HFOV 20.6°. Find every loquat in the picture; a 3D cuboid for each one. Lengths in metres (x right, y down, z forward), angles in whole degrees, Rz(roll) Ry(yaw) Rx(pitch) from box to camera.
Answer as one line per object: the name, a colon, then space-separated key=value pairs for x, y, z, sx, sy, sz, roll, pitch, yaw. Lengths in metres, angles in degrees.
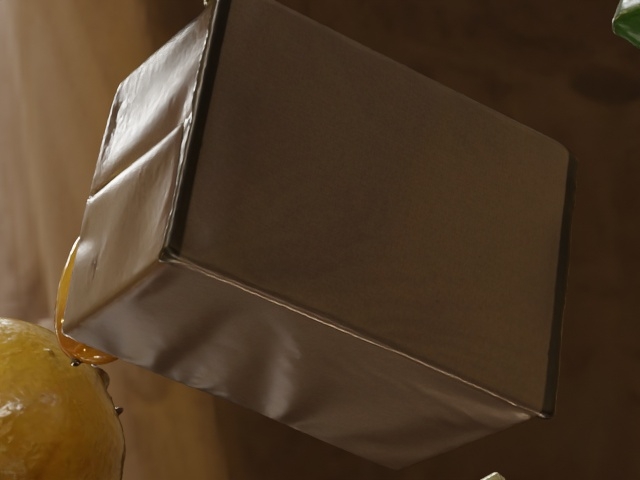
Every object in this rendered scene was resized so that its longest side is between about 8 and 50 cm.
loquat: x=-0.326 y=0.209 z=1.807 sx=0.275 sy=0.275 sz=0.275 roll=13 pitch=105 yaw=60

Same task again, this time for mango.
mango: x=-0.169 y=0.024 z=1.485 sx=0.075 sy=0.098 sz=0.190 roll=64 pitch=-139 yaw=-52

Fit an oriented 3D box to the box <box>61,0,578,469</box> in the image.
box: x=0.000 y=0.000 z=1.030 sx=0.153 sy=0.252 sz=0.188 roll=-30 pitch=45 yaw=52

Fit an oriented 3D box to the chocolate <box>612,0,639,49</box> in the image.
chocolate: x=0.513 y=-0.289 z=1.791 sx=0.161 sy=0.341 sz=0.360 roll=-16 pitch=47 yaw=62

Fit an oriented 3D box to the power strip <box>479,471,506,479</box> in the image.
power strip: x=0.217 y=0.311 z=1.672 sx=0.106 sy=0.043 sz=0.367 roll=60 pitch=-173 yaw=32
